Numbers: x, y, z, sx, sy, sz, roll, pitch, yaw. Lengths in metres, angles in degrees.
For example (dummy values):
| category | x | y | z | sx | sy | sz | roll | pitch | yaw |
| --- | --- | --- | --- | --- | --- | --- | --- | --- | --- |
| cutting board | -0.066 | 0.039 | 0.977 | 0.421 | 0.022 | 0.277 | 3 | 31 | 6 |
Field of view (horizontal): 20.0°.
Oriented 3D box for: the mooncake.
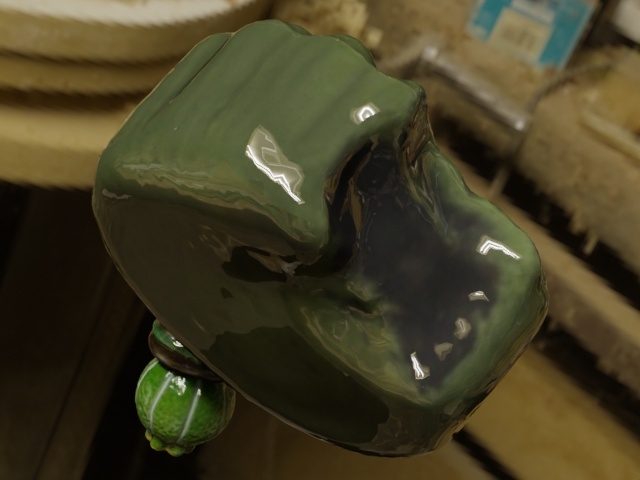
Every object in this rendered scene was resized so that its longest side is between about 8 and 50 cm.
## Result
| category | x | y | z | sx | sy | sz | roll | pitch | yaw |
| --- | --- | --- | --- | --- | --- | --- | --- | --- | --- |
| mooncake | 0.000 | 0.000 | 1.401 | 0.351 | 0.351 | 0.187 | 31 | 64 | 12 |

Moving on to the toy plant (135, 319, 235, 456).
| category | x | y | z | sx | sy | sz | roll | pitch | yaw |
| --- | --- | --- | --- | --- | --- | --- | --- | --- | --- |
| toy plant | -0.113 | 0.115 | 1.615 | 0.093 | 0.162 | 0.093 | 16 | 21 | -6 |
